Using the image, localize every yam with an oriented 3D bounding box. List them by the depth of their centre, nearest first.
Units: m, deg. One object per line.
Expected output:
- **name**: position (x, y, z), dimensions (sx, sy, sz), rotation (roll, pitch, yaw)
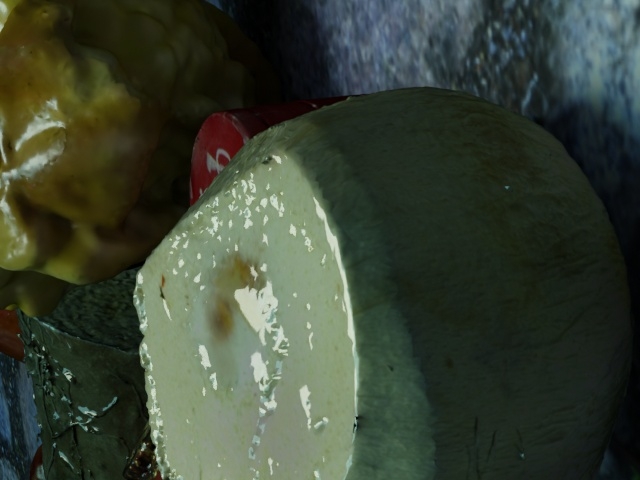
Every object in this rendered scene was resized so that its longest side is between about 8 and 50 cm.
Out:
- **yam**: position (-0.198, 0.197, 1.741), dimensions (0.241, 0.241, 0.348), rotation (-137, 40, -57)

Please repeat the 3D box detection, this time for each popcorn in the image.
- **popcorn**: position (-0.194, -0.085, 1.408), dimensions (0.349, 0.382, 0.349), rotation (-158, 90, -86)

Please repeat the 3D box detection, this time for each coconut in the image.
- **coconut**: position (0.052, 0.053, 0.986), dimensions (0.297, 0.254, 0.297), rotation (3, 94, 52)

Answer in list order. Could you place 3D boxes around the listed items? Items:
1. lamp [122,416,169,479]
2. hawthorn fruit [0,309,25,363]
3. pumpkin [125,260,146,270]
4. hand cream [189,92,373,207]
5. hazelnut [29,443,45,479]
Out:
- **lamp**: position (-0.070, 0.222, 1.478), dimensions (0.227, 0.227, 0.227), rotation (169, 90, -69)
- **hawthorn fruit**: position (-0.325, 0.001, 1.915), dimensions (0.311, 0.295, 0.295), rotation (32, 152, -1)
- **pumpkin**: position (-0.213, -0.082, 1.659), dimensions (0.159, 0.238, 0.238), rotation (-24, 76, 41)
- **hand cream**: position (0.000, 0.000, 1.247), dimensions (0.230, 0.149, 0.230), rotation (171, 90, -71)
- **hazelnut**: position (-0.309, 0.351, 2.230), dimensions (0.181, 0.181, 0.212), rotation (-5, 97, 41)
